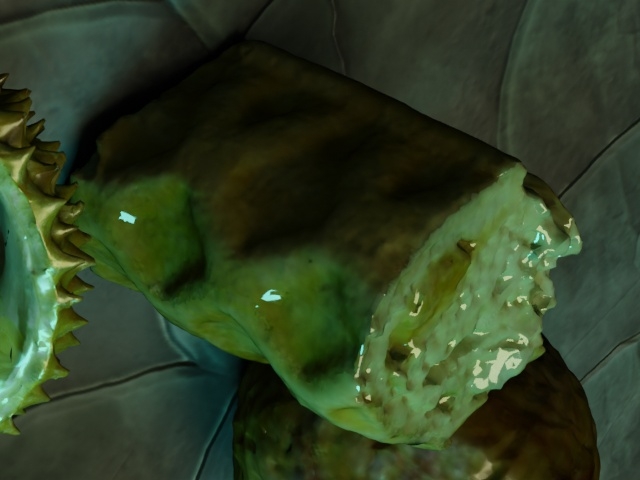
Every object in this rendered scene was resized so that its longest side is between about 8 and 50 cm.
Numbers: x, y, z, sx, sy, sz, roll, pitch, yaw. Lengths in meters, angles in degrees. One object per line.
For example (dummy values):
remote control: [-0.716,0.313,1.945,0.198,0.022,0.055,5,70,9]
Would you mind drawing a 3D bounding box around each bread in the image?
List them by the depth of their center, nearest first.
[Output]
bread: [0.003,0.002,0.964,0.238,0.252,0.196,-35,137,-27]

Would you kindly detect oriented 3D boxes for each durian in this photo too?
durian: [-0.217,0.016,0.818,0.166,0.172,0.306,-7,140,-38]

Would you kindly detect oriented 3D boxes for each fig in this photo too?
fig: [0.092,0.097,1.181,0.286,0.286,0.369,68,36,-50]
